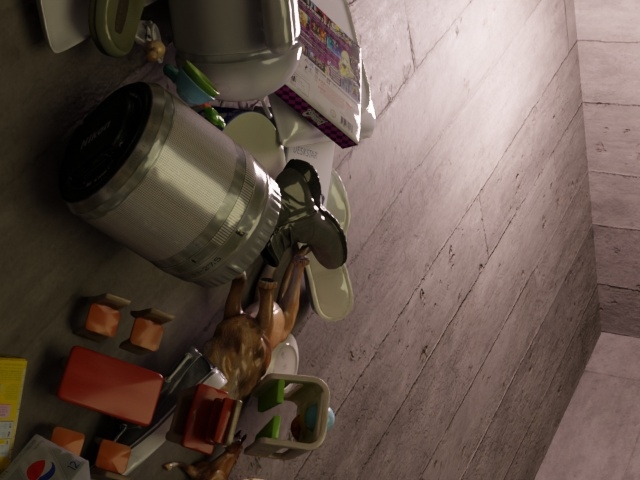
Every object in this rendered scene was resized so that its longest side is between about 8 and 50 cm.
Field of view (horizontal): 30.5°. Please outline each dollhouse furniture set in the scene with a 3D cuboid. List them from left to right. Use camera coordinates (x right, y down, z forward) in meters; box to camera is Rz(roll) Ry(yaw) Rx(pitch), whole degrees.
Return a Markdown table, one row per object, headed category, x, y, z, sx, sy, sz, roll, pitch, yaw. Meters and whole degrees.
| category | x | y | z | sx | sy | sz | roll | pitch | yaw |
| --- | --- | --- | --- | --- | --- | --- | --- | --- | --- |
| dollhouse furniture set | -0.263 | 0.234 | 1.750 | 0.259 | 0.135 | 0.262 | 22 | 71 | -26 |

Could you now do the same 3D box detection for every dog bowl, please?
| category | x | y | z | sx | sy | sz | roll | pitch | yaw |
| --- | --- | --- | --- | --- | --- | --- | --- | --- | --- |
| dog bowl | -0.166 | -0.093 | 1.988 | 0.265 | 0.104 | 0.265 | -23 | 117 | -57 |

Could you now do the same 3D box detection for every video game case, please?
| category | x | y | z | sx | sy | sz | roll | pitch | yaw |
| --- | --- | --- | --- | --- | --- | --- | --- | --- | --- |
| video game case | -0.005 | -0.302 | 2.052 | 0.232 | 0.042 | 0.210 | 34 | 51 | -48 |

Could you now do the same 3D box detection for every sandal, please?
| category | x | y | z | sx | sy | sz | roll | pitch | yaw |
| --- | --- | --- | --- | --- | --- | --- | --- | --- | --- |
| sandal | -0.253 | -0.408 | 1.674 | 0.120 | 0.086 | 0.303 | 9 | 89 | -62 |

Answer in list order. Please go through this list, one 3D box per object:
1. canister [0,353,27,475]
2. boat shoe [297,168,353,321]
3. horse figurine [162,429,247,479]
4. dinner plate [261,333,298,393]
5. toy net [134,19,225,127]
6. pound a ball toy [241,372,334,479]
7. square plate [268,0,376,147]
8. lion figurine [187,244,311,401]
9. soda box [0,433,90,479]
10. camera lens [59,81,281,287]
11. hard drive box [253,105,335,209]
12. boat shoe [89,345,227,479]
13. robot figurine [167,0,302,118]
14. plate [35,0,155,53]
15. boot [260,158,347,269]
| category | x | y | z | sx | sy | sz | roll | pitch | yaw |
| --- | --- | --- | --- | --- | --- | --- | --- | --- | --- |
| canister | -0.459 | 0.237 | 1.576 | 0.126 | 0.073 | 0.170 | 16 | 81 | -61 |
| boat shoe | 0.000 | 0.000 | 2.358 | 0.099 | 0.116 | 0.319 | -139 | -140 | -72 |
| horse figurine | -0.212 | 0.479 | 2.096 | 0.174 | 0.066 | 0.263 | -7 | 101 | -54 |
| dinner plate | -0.075 | 0.251 | 2.335 | 0.141 | 0.017 | 0.141 | -19 | 112 | -59 |
| toy net | -0.214 | -0.263 | 1.743 | 0.045 | 0.232 | 0.122 | -46 | 147 | 8 |
| pound a ball toy | -0.062 | 0.369 | 2.139 | 0.319 | 0.135 | 0.208 | 123 | -26 | -72 |
| square plate | -0.009 | -0.351 | 2.155 | 0.344 | 0.049 | 0.347 | -15 | 91 | -60 |
| lion figurine | -0.109 | 0.150 | 2.125 | 0.392 | 0.142 | 0.240 | -26 | 127 | -61 |
| soda box | -0.381 | 0.405 | 1.659 | 0.098 | 0.091 | 0.286 | -53 | 158 | -40 |
| camera lens | -0.221 | -0.081 | 1.706 | 0.274 | 0.219 | 0.219 | 36 | 64 | -33 |
| hard drive box | -0.061 | -0.119 | 2.188 | 0.181 | 0.089 | 0.232 | 8 | 89 | -62 |
| boat shoe | -0.286 | 0.286 | 1.876 | 0.301 | 0.102 | 0.108 | -42 | 179 | -23 |
| robot figurine | -0.134 | -0.366 | 1.804 | 0.199 | 0.300 | 0.353 | -16 | 115 | -26 |
| plate | -0.334 | -0.439 | 1.657 | 0.278 | 0.045 | 0.277 | -45 | 134 | -48 |
| boot | -0.049 | -0.007 | 2.052 | 0.161 | 0.083 | 0.246 | -52 | 134 | -32 |
